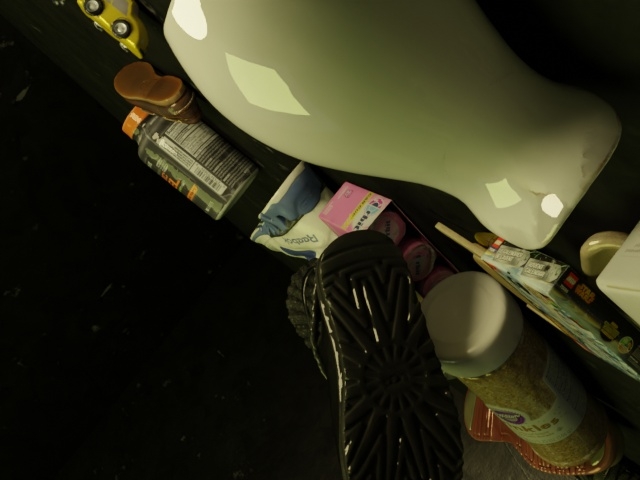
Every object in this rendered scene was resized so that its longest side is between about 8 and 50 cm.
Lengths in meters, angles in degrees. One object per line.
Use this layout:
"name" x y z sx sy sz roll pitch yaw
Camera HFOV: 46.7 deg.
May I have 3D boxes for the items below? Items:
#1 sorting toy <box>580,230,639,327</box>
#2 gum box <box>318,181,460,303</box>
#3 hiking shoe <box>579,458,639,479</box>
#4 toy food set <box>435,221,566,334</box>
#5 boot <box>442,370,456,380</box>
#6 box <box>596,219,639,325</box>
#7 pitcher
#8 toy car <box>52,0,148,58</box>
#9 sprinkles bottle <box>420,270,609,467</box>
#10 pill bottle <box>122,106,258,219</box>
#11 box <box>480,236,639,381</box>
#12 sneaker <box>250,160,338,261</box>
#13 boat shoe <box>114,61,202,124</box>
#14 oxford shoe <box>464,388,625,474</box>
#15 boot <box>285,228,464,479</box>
"sorting toy" 0.297 0.091 0.530 0.229 0.041 0.307 39 -179 25
"gum box" 0.097 0.013 0.968 0.188 0.062 0.107 43 172 -33
"hiking shoe" 0.578 0.449 1.359 0.226 0.086 0.114 33 160 -1
"toy food set" 0.202 0.037 0.702 0.192 0.039 0.132 36 -177 -35
"boot" 0.226 0.212 1.246 0.208 0.189 0.076 30 -142 -86
"box" 0.199 0.020 0.312 0.101 0.087 0.102 40 174 -12
"pitcher" 0.031 -0.094 0.399 0.207 0.126 0.178 28 -169 -11
"toy car" -0.320 -0.333 0.921 0.239 0.053 0.225 44 172 -35
"sprinkles bottle" 0.259 0.177 0.962 0.355 0.121 0.121 43 172 -38
"pill bottle" -0.246 -0.161 1.376 0.245 0.130 0.130 39 174 -3
"box" 0.194 0.054 0.560 0.137 0.027 0.094 38 180 -22
"sneaker" 0.000 0.000 1.133 0.182 0.127 0.315 41 172 0
"boat shoe" -0.268 -0.236 1.216 0.207 0.073 0.073 33 170 44
"oxford shoe" 0.392 0.301 1.246 0.146 0.141 0.397 8 177 -16
"boot" 0.052 0.168 0.889 0.131 0.348 0.260 -5 168 -13
